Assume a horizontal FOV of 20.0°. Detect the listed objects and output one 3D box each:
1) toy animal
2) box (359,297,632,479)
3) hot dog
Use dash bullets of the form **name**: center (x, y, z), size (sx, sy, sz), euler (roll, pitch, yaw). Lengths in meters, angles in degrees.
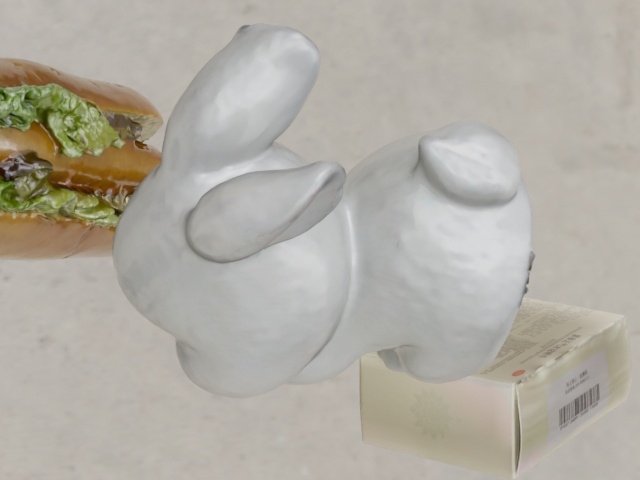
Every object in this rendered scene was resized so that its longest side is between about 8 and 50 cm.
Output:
- **toy animal**: center (0.007, -0.005, 0.881), size (0.193, 0.178, 0.127), euler (13, 51, -26)
- **box**: center (0.161, 0.125, 1.653), size (0.212, 0.168, 0.095), euler (-23, 114, -50)
- **hot dog**: center (-0.193, -0.053, 1.224), size (0.337, 0.100, 0.135), euler (6, 89, -67)
